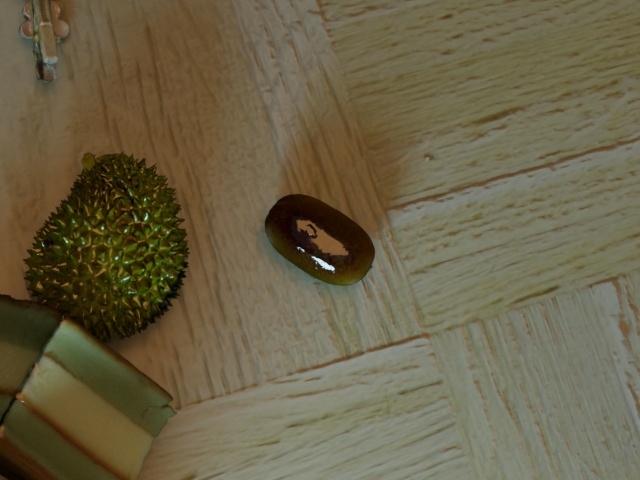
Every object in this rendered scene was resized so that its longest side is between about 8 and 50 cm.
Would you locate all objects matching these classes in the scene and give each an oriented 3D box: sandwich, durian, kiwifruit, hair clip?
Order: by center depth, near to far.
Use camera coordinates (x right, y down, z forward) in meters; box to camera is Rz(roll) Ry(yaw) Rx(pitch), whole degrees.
[{"bbox_3d":[-0.285,0.169,1.807,0.198,0.227,0.155,43,69,-36],"label":"sandwich"},{"bbox_3d":[-0.206,0.007,1.829,0.159,0.146,0.198,28,75,-3],"label":"durian"},{"bbox_3d":[0.000,0.000,1.904,0.124,0.075,0.075,29,75,2],"label":"kiwifruit"},{"bbox_3d":[-0.301,-0.269,1.924,0.062,0.056,0.213,-2,69,-23],"label":"hair clip"}]
